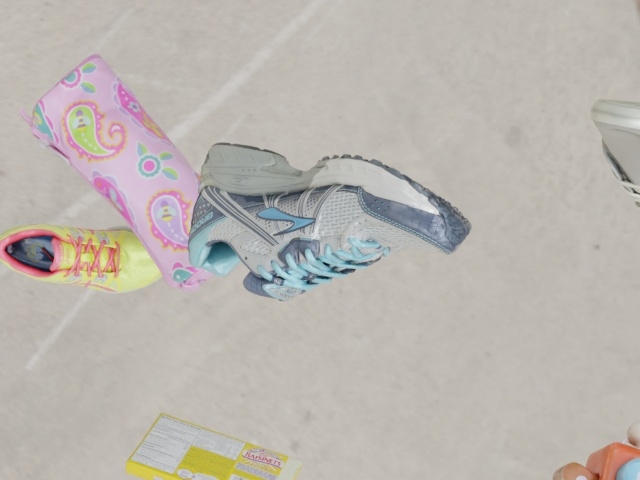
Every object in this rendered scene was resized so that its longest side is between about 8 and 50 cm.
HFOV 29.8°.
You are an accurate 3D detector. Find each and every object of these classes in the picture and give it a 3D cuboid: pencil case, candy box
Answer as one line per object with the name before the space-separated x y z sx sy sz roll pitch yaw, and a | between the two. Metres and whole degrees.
pencil case | -0.204 -0.073 1.351 0.124 0.124 0.284 -42 87 -18
candy box | -0.138 0.294 1.562 0.105 0.206 0.027 -54 157 -55

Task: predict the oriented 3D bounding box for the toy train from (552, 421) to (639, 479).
toy train | 0.120 0.122 0.488 0.046 0.166 0.125 20 74 -1

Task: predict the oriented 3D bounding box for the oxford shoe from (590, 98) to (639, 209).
oxford shoe | 0.482 -0.104 1.694 0.449 0.169 0.130 20 88 -63

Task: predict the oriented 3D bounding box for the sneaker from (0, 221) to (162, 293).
sneaker | -0.279 0.022 1.391 0.209 0.094 0.081 3 91 -2

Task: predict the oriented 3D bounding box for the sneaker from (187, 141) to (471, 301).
sneaker | 0.000 0.000 1.006 0.110 0.283 0.122 31 73 -44
